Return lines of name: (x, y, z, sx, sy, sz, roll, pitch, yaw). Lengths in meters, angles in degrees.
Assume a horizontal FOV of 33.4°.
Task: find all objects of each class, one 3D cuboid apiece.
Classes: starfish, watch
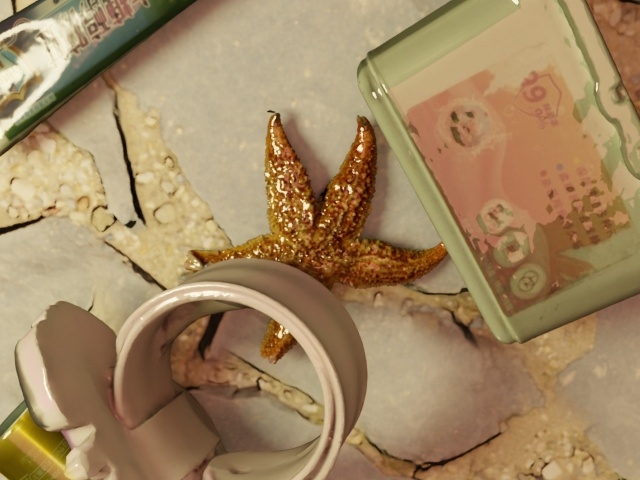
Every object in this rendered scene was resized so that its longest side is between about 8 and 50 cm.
starfish: (0.000, 0.000, 0.953, 0.241, 0.043, 0.227, 2, 103, -10)
watch: (-0.096, 0.115, 0.871, 0.231, 0.196, 0.244, -33, 93, 21)

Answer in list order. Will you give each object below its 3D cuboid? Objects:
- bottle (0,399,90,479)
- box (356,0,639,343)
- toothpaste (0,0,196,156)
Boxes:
bottle: (-0.174, 0.256, 0.969, 0.082, 0.082, 0.286, -44, 102, 5)
box: (0.168, -0.070, 0.892, 0.182, 0.175, 0.311, -28, 102, 9)
toothpaste: (-0.149, -0.212, 0.885, 0.392, 0.061, 0.098, -34, 94, 3)
